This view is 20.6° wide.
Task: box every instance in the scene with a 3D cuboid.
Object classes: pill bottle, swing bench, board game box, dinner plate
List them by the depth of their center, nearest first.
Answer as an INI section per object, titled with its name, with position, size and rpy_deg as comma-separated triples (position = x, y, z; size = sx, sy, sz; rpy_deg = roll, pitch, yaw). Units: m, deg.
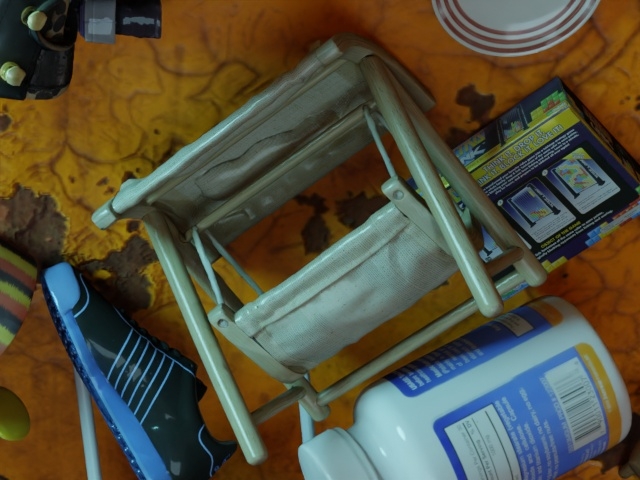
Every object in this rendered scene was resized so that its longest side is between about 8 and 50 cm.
[dinner plate]
position = 0.156, -0.208, 1.396
size = 0.141, 0.017, 0.141
rpy_deg = -2, 130, -3
[swing bench]
position = 0.000, 0.000, 1.436
size = 0.253, 0.165, 0.254
rpy_deg = -34, 86, 21
[board game box]
position = 0.179, -0.041, 1.516
size = 0.170, 0.048, 0.141
rpy_deg = -34, 123, 21
[pill bottle]
position = 0.124, 0.170, 1.559
size = 0.272, 0.152, 0.152
rpy_deg = -26, 131, -14

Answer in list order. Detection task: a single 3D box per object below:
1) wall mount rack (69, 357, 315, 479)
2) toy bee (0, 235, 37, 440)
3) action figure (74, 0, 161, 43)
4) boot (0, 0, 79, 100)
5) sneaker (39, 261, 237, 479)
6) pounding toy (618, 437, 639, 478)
[wall mount rack]
position = -0.108, 0.211, 1.647
size = 0.350, 0.130, 0.304
rpy_deg = -7, 132, -2
[toy bee]
position = -0.337, 0.142, 1.501
size = 0.195, 0.162, 0.298
rpy_deg = 12, 115, -26
[action figure]
position = -0.262, -0.184, 1.309
size = 0.285, 0.099, 0.185
rpy_deg = -4, 122, -9
[boot]
position = -0.142, -0.226, 1.163
size = 0.377, 0.138, 0.284
rpy_deg = 21, 114, -8
[sneaker]
position = -0.160, 0.112, 1.550
size = 0.090, 0.081, 0.232
rpy_deg = -29, 93, -15
[pounding toy]
position = 0.400, 0.220, 1.740
size = 0.154, 0.155, 0.269
rpy_deg = -47, 134, -5
